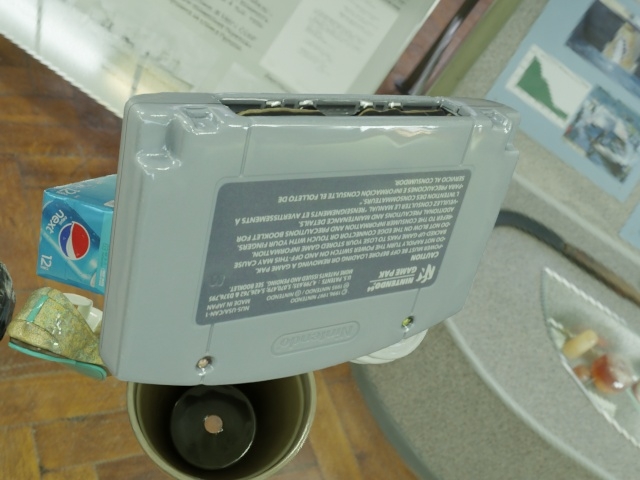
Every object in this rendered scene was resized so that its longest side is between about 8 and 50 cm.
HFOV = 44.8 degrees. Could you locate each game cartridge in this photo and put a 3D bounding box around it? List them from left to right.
[{"bbox_3d":[0.000,0.000,0.523,0.294,0.196,0.060,-6,29,-35],"label":"game cartridge"}]

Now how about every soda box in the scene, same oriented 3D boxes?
[{"bbox_3d":[-0.151,-0.018,0.676,0.067,0.071,0.210,15,16,16],"label":"soda box"}]

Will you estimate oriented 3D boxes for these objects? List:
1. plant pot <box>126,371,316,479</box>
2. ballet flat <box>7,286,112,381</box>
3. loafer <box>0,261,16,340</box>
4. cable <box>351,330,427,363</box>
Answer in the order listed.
[{"bbox_3d":[-0.192,0.313,1.436,0.322,0.280,0.323,5,64,-11],"label":"plant pot"},{"bbox_3d":[-0.391,0.151,1.244,0.123,0.348,0.123,0,73,0],"label":"ballet flat"},{"bbox_3d":[-0.514,0.111,1.224,0.076,0.078,0.223,-20,31,-9],"label":"loafer"},{"bbox_3d":[0.034,0.008,0.856,0.257,0.089,0.257,-3,83,-51],"label":"cable"}]
